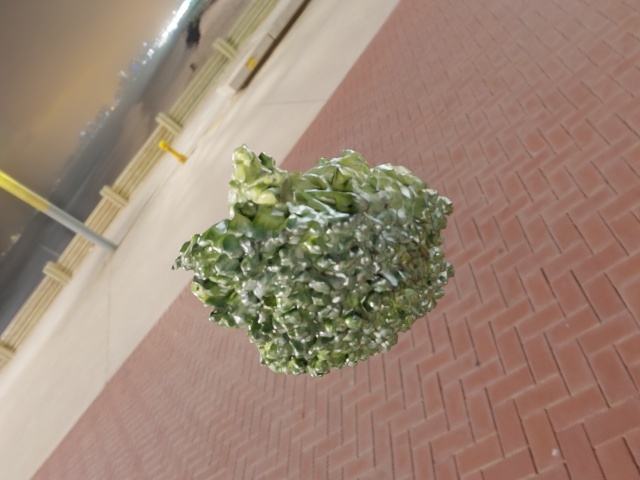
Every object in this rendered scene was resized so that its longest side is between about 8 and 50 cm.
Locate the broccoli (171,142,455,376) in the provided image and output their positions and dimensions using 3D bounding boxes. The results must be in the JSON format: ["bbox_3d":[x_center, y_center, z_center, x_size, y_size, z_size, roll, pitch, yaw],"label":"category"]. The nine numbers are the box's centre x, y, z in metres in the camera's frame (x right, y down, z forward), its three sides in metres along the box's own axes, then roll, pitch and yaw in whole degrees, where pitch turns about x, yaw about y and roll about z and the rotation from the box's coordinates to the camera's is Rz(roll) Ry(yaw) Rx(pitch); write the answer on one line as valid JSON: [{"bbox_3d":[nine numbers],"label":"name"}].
[{"bbox_3d":[0.000,0.000,0.545,0.248,0.288,0.245,-35,57,-2],"label":"broccoli"}]
